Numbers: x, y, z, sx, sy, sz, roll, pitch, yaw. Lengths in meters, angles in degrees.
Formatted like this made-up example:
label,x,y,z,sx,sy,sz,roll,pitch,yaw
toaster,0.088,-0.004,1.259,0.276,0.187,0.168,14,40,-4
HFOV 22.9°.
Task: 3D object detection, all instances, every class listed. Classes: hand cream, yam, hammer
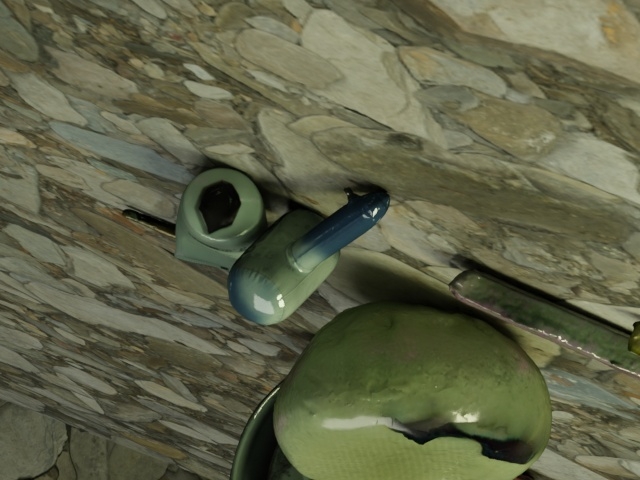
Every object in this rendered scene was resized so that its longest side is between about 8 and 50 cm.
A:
label,x,y,z,sx,sy,sz,roll,pitch,yaw
hand cream,-0.095,0.002,1.522,0.109,0.067,0.320,16,166,0
yam,-0.158,-0.010,1.653,0.107,0.014,0.014,22,165,-1
hammer,0.000,0.000,1.353,0.069,0.116,0.194,49,140,-4

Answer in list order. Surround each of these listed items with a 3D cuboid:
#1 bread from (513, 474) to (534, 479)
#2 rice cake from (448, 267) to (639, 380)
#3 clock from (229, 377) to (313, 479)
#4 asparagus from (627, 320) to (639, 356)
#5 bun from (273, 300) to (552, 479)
label,x,y,z,sx,sy,sz,roll,pitch,yaw
bread,0.169,0.351,2.215,0.244,0.123,0.190,23,166,4
rice cake,0.207,0.073,1.392,0.207,0.036,0.047,23,169,-8
clock,0.046,0.282,1.816,0.313,0.312,0.061,15,169,26
asparagus,0.344,0.115,1.336,0.178,0.041,0.045,25,-151,-9
bun,0.091,0.143,1.564,0.283,0.179,0.283,2,155,1
